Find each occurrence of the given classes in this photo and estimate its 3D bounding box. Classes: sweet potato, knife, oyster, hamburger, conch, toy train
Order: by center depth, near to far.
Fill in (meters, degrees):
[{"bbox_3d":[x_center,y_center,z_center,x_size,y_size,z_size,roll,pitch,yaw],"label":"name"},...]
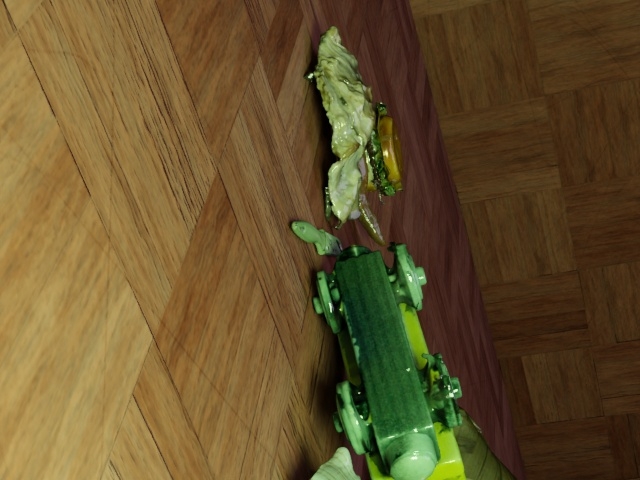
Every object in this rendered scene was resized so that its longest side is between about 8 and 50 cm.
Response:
[{"bbox_3d":[0.029,0.339,1.445,0.234,0.114,0.137,61,51,-73],"label":"conch"},{"bbox_3d":[0.107,0.209,1.679,0.442,0.179,0.272,-103,176,-49],"label":"toy train"},{"bbox_3d":[-0.002,0.000,1.789,0.293,0.019,0.043,22,57,-75],"label":"knife"},{"bbox_3d":[0.047,-0.199,1.951,0.201,0.107,0.355,-1,81,-80],"label":"oyster"},{"bbox_3d":[0.076,-0.087,2.084,0.050,0.050,0.214,-33,111,-75],"label":"sweet potato"},{"bbox_3d":[0.104,-0.171,2.169,0.164,0.093,0.190,58,27,-61],"label":"hamburger"}]

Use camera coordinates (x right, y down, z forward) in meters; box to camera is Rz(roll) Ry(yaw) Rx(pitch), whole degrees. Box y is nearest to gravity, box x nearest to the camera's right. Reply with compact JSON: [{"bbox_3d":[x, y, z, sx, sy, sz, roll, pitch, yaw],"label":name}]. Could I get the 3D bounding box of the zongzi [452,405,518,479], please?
[{"bbox_3d":[0.264,0.592,1.883,0.500,0.218,0.467,48,37,-13],"label":"zongzi"}]
